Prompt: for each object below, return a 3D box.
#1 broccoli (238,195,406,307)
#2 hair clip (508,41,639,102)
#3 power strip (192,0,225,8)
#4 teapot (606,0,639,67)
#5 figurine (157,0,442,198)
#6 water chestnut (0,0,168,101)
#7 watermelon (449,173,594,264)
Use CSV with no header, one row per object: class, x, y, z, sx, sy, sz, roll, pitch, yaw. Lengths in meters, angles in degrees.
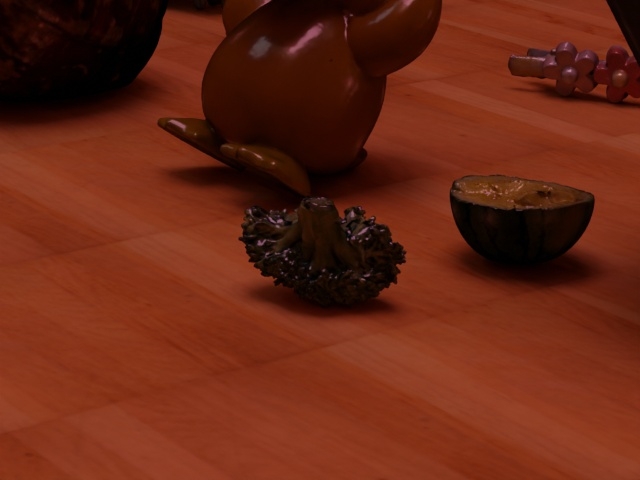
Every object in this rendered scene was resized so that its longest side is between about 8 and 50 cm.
broccoli,0.000,0.000,1.296,0.095,0.092,0.097,-19,43,-17
hair clip,0.280,-0.160,1.827,0.213,0.062,0.056,11,32,30
power strip,-0.195,-0.328,2.228,0.261,0.141,0.229,-2,12,37
teapot,0.348,-0.113,1.249,0.305,0.362,0.376,-19,35,-5
figurine,-0.008,-0.156,1.550,0.215,0.228,0.215,10,14,-2
water chestnut,-0.275,-0.255,1.782,0.289,0.244,0.289,-1,17,0
watermelon,0.144,-0.014,1.383,0.105,0.062,0.105,3,11,-1
